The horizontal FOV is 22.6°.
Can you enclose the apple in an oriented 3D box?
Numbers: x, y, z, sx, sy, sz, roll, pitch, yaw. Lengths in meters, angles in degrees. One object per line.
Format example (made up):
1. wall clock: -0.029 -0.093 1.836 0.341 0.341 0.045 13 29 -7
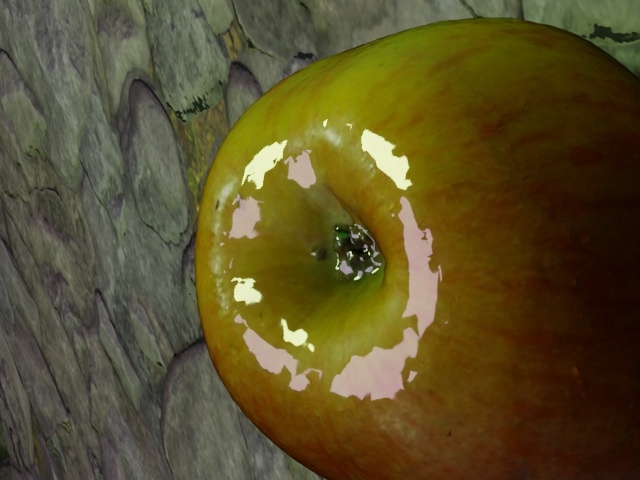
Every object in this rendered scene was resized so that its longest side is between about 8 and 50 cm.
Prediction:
1. apple: 0.068 0.022 0.889 0.301 0.302 0.301 46 145 46
